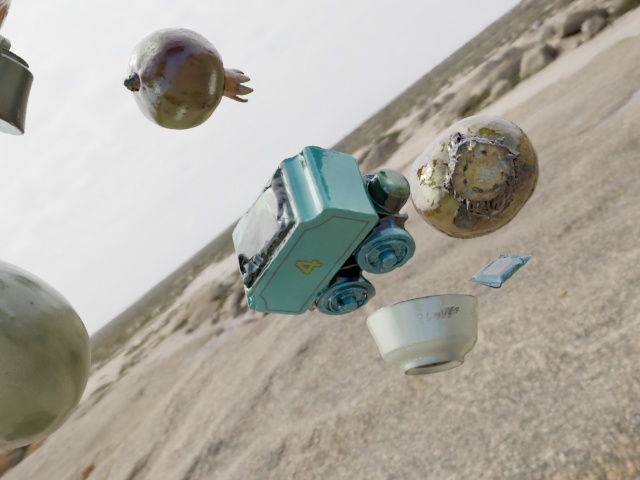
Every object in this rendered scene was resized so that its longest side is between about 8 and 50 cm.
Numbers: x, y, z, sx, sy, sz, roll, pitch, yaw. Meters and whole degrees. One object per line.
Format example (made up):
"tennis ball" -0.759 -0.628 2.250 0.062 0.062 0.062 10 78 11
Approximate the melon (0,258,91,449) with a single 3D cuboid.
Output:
"melon" -0.463 0.156 0.949 0.272 0.308 0.272 -42 18 16

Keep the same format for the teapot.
"teapot" -0.555 -0.277 1.148 0.239 0.162 0.149 -7 62 68

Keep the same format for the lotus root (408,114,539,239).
"lotus root" 0.201 -0.084 0.917 0.169 0.141 0.314 -43 4 6

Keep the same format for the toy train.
"toy train" 0.000 0.000 0.695 0.154 0.107 0.198 11 -45 -32

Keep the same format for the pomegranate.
"pomegranate" -0.253 -0.303 1.329 0.198 0.246 0.198 -46 30 36

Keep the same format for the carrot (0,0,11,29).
"carrot" -0.495 -0.299 0.901 0.196 0.196 0.254 -39 -4 -35

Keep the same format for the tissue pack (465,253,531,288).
"tissue pack" 0.385 0.066 1.464 0.138 0.028 0.085 -28 21 -37

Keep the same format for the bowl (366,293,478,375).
"bowl" 0.219 0.201 1.399 0.238 0.126 0.237 -7 -22 -3
